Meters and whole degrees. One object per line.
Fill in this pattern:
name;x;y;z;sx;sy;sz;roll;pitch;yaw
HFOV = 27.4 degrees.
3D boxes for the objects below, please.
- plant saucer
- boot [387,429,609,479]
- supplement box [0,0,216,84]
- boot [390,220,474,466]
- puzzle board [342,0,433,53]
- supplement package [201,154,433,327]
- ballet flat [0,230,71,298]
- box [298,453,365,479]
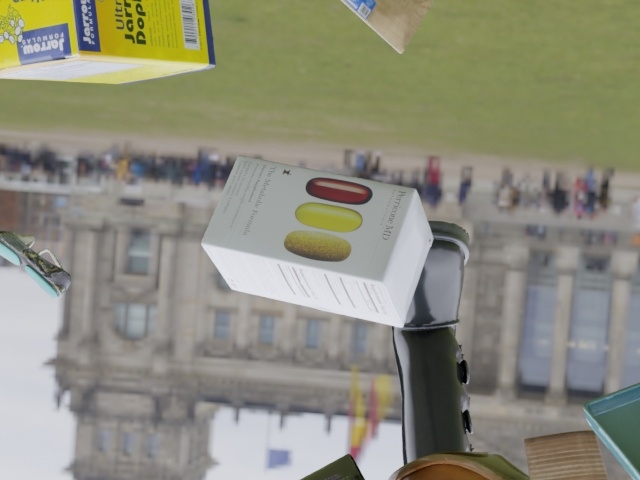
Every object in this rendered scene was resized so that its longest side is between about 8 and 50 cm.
plant saucer;0.265;0.112;0.884;0.192;0.018;0.067;-16;-129;-28
boot;0.194;0.329;1.388;0.283;0.220;0.109;-16;162;36
supplement box;-0.340;-0.349;1.989;0.194;0.195;0.356;-6;-178;28
boot;0.168;0.223;2.045;0.146;0.445;0.367;-2;163;10
puzzle board;0.089;-0.329;1.778;0.128;0.096;0.011;37;167;-29
supplement package;0.000;0.000;1.652;0.244;0.139;0.134;11;156;21
ballet flat;-0.321;0.017;1.450;0.114;0.041;0.041;39;-175;4
box;0.009;0.350;1.340;0.165;0.143;0.270;-27;-170;-2
